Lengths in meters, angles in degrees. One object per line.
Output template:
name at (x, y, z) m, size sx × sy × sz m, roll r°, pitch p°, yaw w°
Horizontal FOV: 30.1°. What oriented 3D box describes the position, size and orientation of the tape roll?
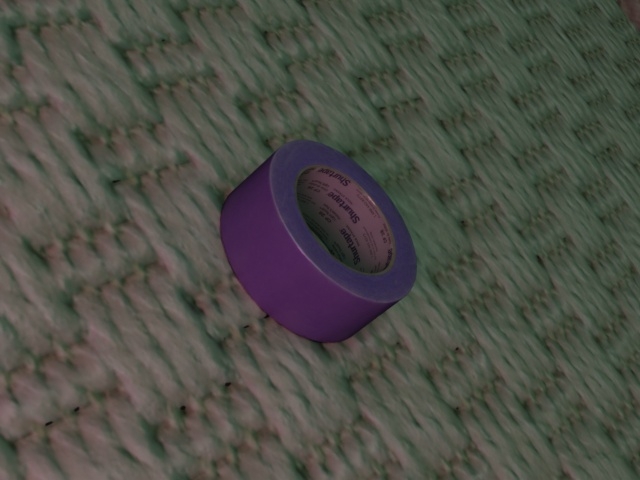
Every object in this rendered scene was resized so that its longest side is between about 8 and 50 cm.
tape roll at (0.000, 0.000, 1.166) m, size 0.189 × 0.080 × 0.189 m, roll 30°, pitch 39°, yaw -27°
